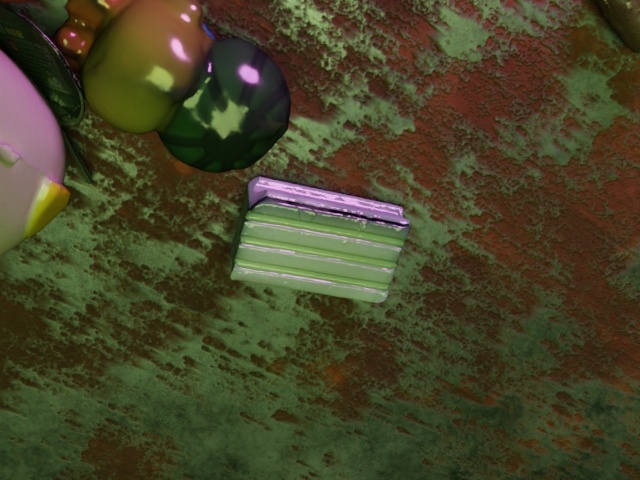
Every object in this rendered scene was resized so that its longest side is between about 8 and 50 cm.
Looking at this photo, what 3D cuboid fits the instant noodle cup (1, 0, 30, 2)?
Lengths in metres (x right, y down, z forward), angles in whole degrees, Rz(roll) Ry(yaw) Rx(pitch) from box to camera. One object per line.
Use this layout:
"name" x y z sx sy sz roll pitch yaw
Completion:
"instant noodle cup" -0.349 -0.424 1.144 0.273 0.090 0.274 1 92 24

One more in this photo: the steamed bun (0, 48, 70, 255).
"steamed bun" -0.501 -0.125 1.141 0.334 0.334 0.374 -39 146 9

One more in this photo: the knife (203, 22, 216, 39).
"knife" -0.147 -0.251 1.312 0.044 0.026 0.297 -30 114 15

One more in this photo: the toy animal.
"toy animal" -0.200 -0.212 1.215 0.338 0.191 0.216 30 115 -12

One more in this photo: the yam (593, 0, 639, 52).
"yam" 0.456 -0.340 1.334 0.084 0.084 0.127 -40 110 9

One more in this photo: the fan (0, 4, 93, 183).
"fan" -0.400 -0.215 1.237 0.223 0.294 0.012 36 62 10

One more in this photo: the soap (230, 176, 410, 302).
"soap" 0.000 0.000 1.409 0.261 0.094 0.150 11 116 -14
